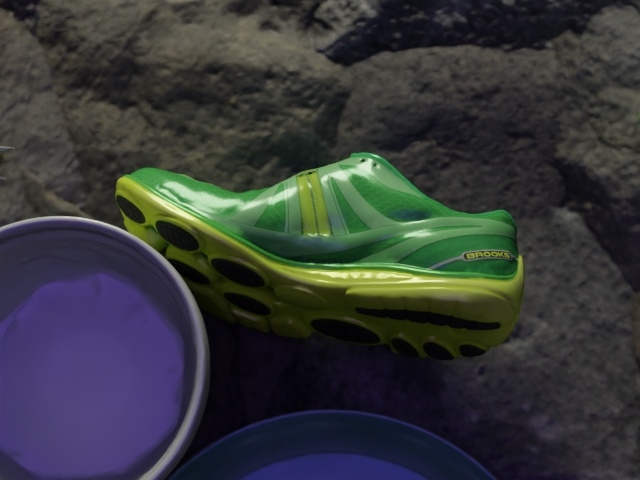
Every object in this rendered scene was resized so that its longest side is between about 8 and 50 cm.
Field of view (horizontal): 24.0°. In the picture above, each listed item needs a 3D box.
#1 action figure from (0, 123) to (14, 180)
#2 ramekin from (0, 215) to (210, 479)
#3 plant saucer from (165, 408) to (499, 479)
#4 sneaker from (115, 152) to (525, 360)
[{"bbox_3d":[-0.362,-0.055,1.082,0.285,0.099,0.185,-2,75,-1],"label":"action figure"},{"bbox_3d":[-0.174,0.093,1.039,0.207,0.109,0.207,-1,80,3],"label":"ramekin"},{"bbox_3d":[0.008,0.276,1.032,0.318,0.044,0.317,0,81,3],"label":"plant saucer"},{"bbox_3d":[0.000,0.000,1.063,0.296,0.109,0.123,14,55,9],"label":"sneaker"}]
